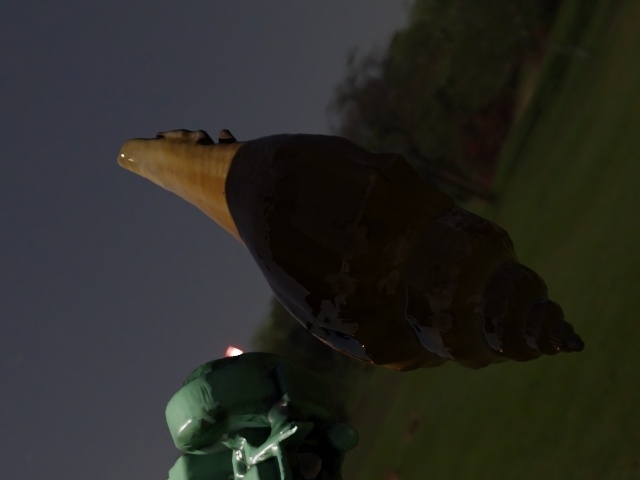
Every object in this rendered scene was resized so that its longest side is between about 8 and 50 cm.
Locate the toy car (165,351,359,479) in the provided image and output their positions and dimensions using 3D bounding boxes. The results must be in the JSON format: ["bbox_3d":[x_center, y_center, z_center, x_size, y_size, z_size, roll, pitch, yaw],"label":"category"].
[{"bbox_3d":[-0.026,0.088,0.406,0.143,0.054,0.073,-53,41,46],"label":"toy car"}]

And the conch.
[{"bbox_3d":[-0.003,0.004,0.885,0.093,0.330,0.109,-59,-36,-21],"label":"conch"}]
